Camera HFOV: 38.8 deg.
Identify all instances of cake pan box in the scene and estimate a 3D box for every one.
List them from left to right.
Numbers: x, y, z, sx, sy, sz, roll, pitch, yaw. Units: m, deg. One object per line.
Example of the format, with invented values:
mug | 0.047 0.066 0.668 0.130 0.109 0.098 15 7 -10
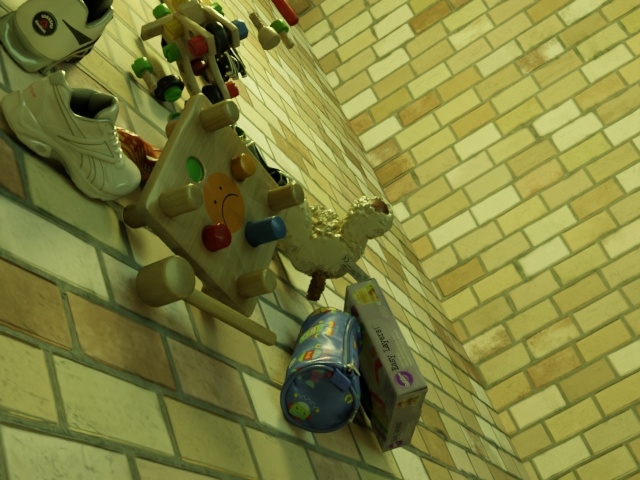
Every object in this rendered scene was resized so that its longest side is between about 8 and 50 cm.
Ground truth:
cake pan box | 0.112 0.241 1.722 0.267 0.070 0.245 95 -22 -56

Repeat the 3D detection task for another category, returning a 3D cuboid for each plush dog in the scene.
plush dog | 0.000 0.000 1.801 0.225 0.262 0.210 -116 -148 -81

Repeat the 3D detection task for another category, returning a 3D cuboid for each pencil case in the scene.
pencil case | 0.011 0.209 1.523 0.119 0.133 0.306 49 13 -8

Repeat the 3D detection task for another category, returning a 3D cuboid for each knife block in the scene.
knife block | -0.282 -0.492 2.148 0.275 0.088 0.242 53 13 -29

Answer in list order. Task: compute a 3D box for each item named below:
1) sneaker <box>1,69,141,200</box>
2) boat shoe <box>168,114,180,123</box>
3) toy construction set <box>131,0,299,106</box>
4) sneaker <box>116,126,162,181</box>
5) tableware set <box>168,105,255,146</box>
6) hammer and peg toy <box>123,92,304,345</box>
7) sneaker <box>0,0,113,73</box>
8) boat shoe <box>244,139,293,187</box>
sneaker | -0.292 -0.133 1.175 0.232 0.115 0.090 41 21 -54
boat shoe | -0.179 -0.128 1.644 0.258 0.109 0.089 44 23 -44
toy construction set | -0.223 -0.421 1.776 0.237 0.309 0.257 58 3 18
sneaker | -0.286 -0.130 1.370 0.067 0.064 0.175 41 0 23
tableware set | -0.205 -0.210 1.711 0.154 0.024 0.104 34 43 15
hammer and peg toy | -0.160 -0.009 1.325 0.266 0.127 0.361 50 39 -34
sneaker | -0.360 -0.345 1.361 0.122 0.146 0.330 52 12 -21
boat shoe | -0.103 -0.101 1.888 0.319 0.099 0.116 44 18 -49
